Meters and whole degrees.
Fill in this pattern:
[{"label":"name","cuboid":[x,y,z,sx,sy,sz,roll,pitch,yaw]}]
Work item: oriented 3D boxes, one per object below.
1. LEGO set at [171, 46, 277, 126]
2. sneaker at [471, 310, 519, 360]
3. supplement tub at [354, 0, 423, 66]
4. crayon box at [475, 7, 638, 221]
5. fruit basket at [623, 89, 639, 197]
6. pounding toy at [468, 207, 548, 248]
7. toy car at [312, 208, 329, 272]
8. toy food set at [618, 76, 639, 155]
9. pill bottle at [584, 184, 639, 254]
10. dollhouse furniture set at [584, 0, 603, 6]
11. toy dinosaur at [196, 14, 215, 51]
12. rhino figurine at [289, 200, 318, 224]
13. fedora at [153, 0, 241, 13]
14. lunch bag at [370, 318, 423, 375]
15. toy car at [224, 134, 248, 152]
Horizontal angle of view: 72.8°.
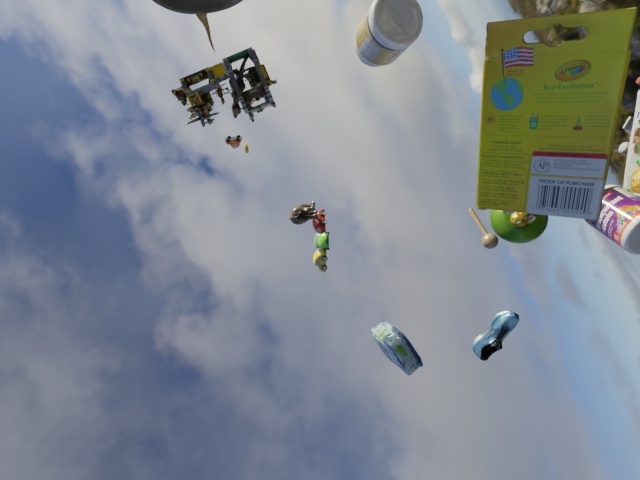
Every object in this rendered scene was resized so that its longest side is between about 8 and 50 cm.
[{"label":"LEGO set","cuboid":[-0.275,-0.438,1.373,0.255,0.331,0.192,172,75,-82]},{"label":"sneaker","cuboid":[0.472,0.258,1.149,0.063,0.162,0.073,29,-159,-7]},{"label":"supplement tub","cuboid":[0.176,-0.564,1.177,0.144,0.144,0.199,53,174,-10]},{"label":"crayon box","cuboid":[0.376,-0.201,0.722,0.081,0.202,0.319,-44,-45,-48]},{"label":"fruit basket","cuboid":[0.805,-0.163,0.964,0.327,0.165,0.353,-124,27,-71]},{"label":"pounding toy","cuboid":[0.635,-0.086,1.437,0.110,0.236,0.183,55,-160,-63]},{"label":"toy car","cuboid":[0.000,0.000,1.557,0.225,0.053,0.239,163,106,-87]},{"label":"toy food set","cuboid":[1.001,-0.385,1.353,0.104,0.232,0.111,21,-163,-9]},{"label":"pill bottle","cuboid":[0.674,-0.061,0.988,0.108,0.108,0.193,41,-164,-28]},{"label":"dollhouse furniture set","cuboid":[0.543,-0.616,0.857,0.161,0.212,0.242,-22,-85,-42]},{"label":"toy dinosaur","cuboid":[-0.401,-0.769,1.475,0.211,0.064,0.112,69,-144,-61]},{"label":"rhino figurine","cuboid":[-0.066,-0.110,1.672,0.243,0.106,0.073,-88,-18,-80]},{"label":"fedora","cuboid":[-0.202,-0.509,0.657,0.275,0.243,0.124,95,154,-64]},{"label":"lunch bag","cuboid":[0.291,0.412,1.670,0.176,0.090,0.219,58,170,-13]},{"label":"toy car","cuboid":[-0.272,-0.306,1.409,0.122,0.060,0.041,-126,26,-51]}]
